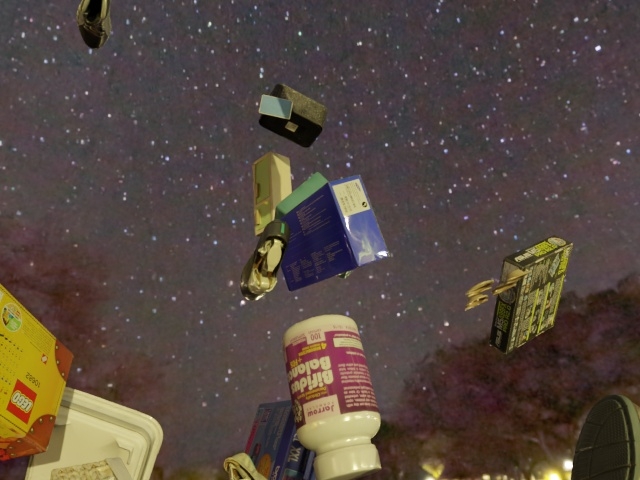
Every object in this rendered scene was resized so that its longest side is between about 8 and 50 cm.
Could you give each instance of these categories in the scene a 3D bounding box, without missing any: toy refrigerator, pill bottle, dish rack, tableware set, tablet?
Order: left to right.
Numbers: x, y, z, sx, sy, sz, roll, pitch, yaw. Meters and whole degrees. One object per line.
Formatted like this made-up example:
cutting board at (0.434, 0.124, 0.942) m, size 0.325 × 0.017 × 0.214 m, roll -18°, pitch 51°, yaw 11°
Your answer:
dish rack at (-0.539, 0.523, 1.172) m, size 0.286 × 0.072 × 0.332 m, roll 20°, pitch -74°, yaw -2°
toy refrigerator at (-0.161, -0.148, 1.679) m, size 0.094 × 0.269 × 0.102 m, roll 14°, pitch -28°, yaw -41°
tablet at (-0.118, -0.353, 1.351) m, size 0.083 × 0.054 × 0.006 m, roll 11°, pitch -13°, yaw -6°
pill bottle at (0.025, 0.318, 1.031) m, size 0.169 × 0.301 × 0.169 m, roll -10°, pitch -31°, yaw -6°
tableware set at (0.382, 0.107, 1.124) m, size 0.141 × 0.020 × 0.168 m, roll -23°, pitch -24°, yaw -1°

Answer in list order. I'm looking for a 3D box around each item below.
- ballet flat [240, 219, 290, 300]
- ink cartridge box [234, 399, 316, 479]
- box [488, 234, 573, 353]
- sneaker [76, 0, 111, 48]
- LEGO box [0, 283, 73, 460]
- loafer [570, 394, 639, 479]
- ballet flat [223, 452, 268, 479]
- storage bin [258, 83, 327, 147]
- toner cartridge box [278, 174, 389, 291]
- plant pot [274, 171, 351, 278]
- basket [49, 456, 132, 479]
ballet flat at (-0.112, 0.054, 1.017) m, size 0.074 × 0.074 × 0.203 m, roll 9°, pitch -61°, yaw -29°
ink cartridge box at (-0.075, 0.568, 1.332) m, size 0.151 × 0.269 × 0.395 m, roll 26°, pitch -29°, yaw -18°
box at (0.552, 0.142, 1.342) m, size 0.216 × 0.060 × 0.270 m, roll -19°, pitch -57°, yaw -31°
sneaker at (-0.578, -0.560, 1.288) m, size 0.086 × 0.132 × 0.228 m, roll 13°, pitch -41°, yaw -22°
LEGO box at (-0.678, 0.149, 0.728) m, size 0.373 × 0.193 × 0.500 m, roll -13°, pitch -46°, yaw 4°
loafer at (0.298, 0.285, 0.483) m, size 0.084 × 0.267 × 0.096 m, roll 26°, pitch -35°, yaw -2°
ballet flat at (-0.129, 0.444, 0.920) m, size 0.052 × 0.057 × 0.168 m, roll 6°, pitch 5°, yaw -33°
storage bin at (-0.084, -0.380, 1.565) m, size 0.180 × 0.084 × 0.122 m, roll 25°, pitch -34°, yaw -16°
toner cartridge box at (0.000, 0.000, 1.062) m, size 0.075 × 0.165 × 0.348 m, roll -16°, pitch -5°, yaw -27°
plant pot at (0.015, -0.022, 1.359) m, size 0.165 × 0.234 × 0.165 m, roll -42°, pitch -16°, yaw -28°
basket at (-0.348, 0.423, 0.746) m, size 0.103 × 0.167 × 0.113 m, roll 12°, pitch -3°, yaw -34°
